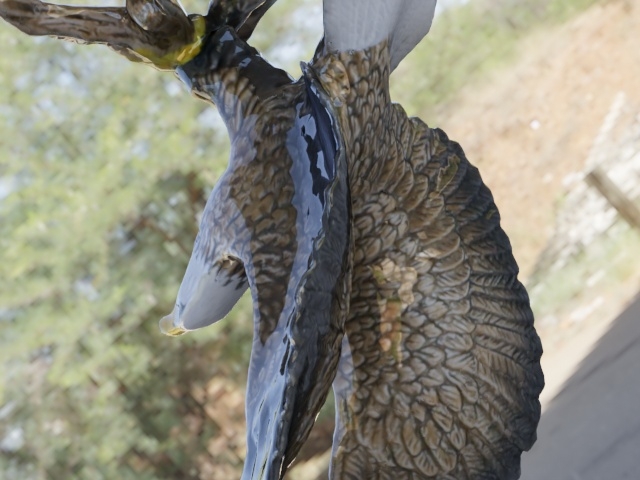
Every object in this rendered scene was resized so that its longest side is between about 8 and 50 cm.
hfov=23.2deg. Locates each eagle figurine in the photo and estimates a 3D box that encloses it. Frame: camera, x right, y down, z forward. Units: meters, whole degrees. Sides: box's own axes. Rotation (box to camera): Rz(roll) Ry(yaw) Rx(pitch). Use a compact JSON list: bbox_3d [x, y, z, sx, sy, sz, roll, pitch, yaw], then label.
[{"bbox_3d":[-0.004,0.007,0.755,0.226,0.298,0.225,-20,-26,-21],"label":"eagle figurine"}]
